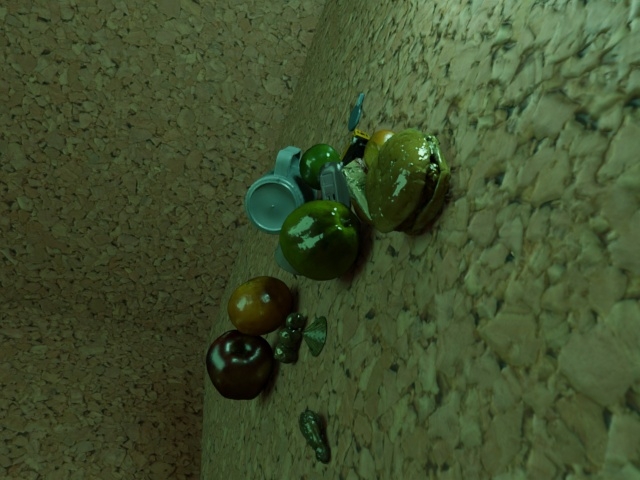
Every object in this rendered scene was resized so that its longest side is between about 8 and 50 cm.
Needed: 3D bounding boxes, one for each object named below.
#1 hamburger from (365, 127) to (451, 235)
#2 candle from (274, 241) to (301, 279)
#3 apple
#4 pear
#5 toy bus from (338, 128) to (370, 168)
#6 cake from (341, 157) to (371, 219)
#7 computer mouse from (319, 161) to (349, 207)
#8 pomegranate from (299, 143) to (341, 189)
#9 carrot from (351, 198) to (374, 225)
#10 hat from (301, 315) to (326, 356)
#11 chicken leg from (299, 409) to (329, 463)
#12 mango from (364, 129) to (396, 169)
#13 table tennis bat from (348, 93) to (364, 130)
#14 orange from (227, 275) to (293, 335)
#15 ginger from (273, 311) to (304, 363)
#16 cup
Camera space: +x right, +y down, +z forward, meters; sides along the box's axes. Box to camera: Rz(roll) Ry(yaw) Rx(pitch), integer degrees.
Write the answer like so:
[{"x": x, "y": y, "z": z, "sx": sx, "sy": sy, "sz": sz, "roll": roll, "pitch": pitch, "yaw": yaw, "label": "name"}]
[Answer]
[{"x": 0.214, "y": -0.156, "z": 1.271, "sx": 0.283, "sy": 0.144, "sz": 0.259, "roll": -91, "pitch": 21, "yaw": -56, "label": "hamburger"}, {"x": -0.082, "y": 0.044, "z": 1.928, "sx": 0.187, "sy": 0.187, "sz": 0.330, "roll": -97, "pitch": 27, "yaw": -51, "label": "candle"}, {"x": -0.347, "y": 0.539, "z": 2.130, "sx": 0.288, "sy": 0.288, "sz": 0.317, "roll": -94, "pitch": 6, "yaw": -47, "label": "apple"}, {"x": 0.000, "y": 0.000, "z": 1.610, "sx": 0.321, "sy": 0.269, "sz": 0.269, "roll": -30, "pitch": 46, "yaw": 49, "label": "pear"}, {"x": 0.120, "y": -0.324, "z": 1.809, "sx": 0.074, "sy": 0.069, "sz": 0.162, "roll": -96, "pitch": 29, "yaw": -51, "label": "toy bus"}, {"x": 0.146, "y": -0.142, "z": 1.531, "sx": 0.220, "sy": 0.086, "sz": 0.117, "roll": 59, "pitch": -178, "yaw": 26, "label": "cake"}, {"x": 0.051, "y": -0.173, "z": 1.812, "sx": 0.120, "sy": 0.057, "sz": 0.232, "roll": -10, "pitch": 88, "yaw": 44, "label": "computer mouse"}, {"x": 0.020, "y": -0.275, "z": 1.932, "sx": 0.225, "sy": 0.187, "sz": 0.187, "roll": 45, "pitch": 120, "yaw": 42, "label": "pomegranate"}, {"x": 0.150, "y": -0.085, "z": 1.543, "sx": 0.271, "sy": 0.066, "sz": 0.062, "roll": -112, "pitch": 2, "yaw": -59, "label": "carrot"}, {"x": -0.036, "y": 0.329, "z": 1.719, "sx": 0.146, "sy": 0.067, "sz": 0.146, "roll": -164, "pitch": 90, "yaw": -73, "label": "hat"}, {"x": -0.019, "y": 0.581, "z": 1.459, "sx": 0.085, "sy": 0.069, "sz": 0.198, "roll": -70, "pitch": 25, "yaw": 18, "label": "chicken leg"}, {"x": 0.192, "y": -0.268, "z": 1.507, "sx": 0.217, "sy": 0.102, "sz": 0.141, "roll": -147, "pitch": 48, "yaw": -76, "label": "mango"}, {"x": 0.145, "y": -0.520, "z": 1.989, "sx": 0.100, "sy": 0.019, "sz": 0.155, "roll": -130, "pitch": 56, "yaw": -69, "label": "table tennis bat"}, {"x": -0.260, "y": 0.276, "z": 2.098, "sx": 0.226, "sy": 0.284, "sz": 0.284, "roll": 67, "pitch": 170, "yaw": -16, "label": "orange"}, {"x": -0.116, "y": 0.377, "z": 1.904, "sx": 0.104, "sy": 0.080, "sz": 0.204, "roll": 13, "pitch": 88, "yaw": 40, "label": "ginger"}, {"x": -0.143, "y": -0.201, "z": 2.072, "sx": 0.331, "sy": 0.257, "sz": 0.311, "roll": -47, "pitch": 5, "yaw": 19, "label": "cup"}]
